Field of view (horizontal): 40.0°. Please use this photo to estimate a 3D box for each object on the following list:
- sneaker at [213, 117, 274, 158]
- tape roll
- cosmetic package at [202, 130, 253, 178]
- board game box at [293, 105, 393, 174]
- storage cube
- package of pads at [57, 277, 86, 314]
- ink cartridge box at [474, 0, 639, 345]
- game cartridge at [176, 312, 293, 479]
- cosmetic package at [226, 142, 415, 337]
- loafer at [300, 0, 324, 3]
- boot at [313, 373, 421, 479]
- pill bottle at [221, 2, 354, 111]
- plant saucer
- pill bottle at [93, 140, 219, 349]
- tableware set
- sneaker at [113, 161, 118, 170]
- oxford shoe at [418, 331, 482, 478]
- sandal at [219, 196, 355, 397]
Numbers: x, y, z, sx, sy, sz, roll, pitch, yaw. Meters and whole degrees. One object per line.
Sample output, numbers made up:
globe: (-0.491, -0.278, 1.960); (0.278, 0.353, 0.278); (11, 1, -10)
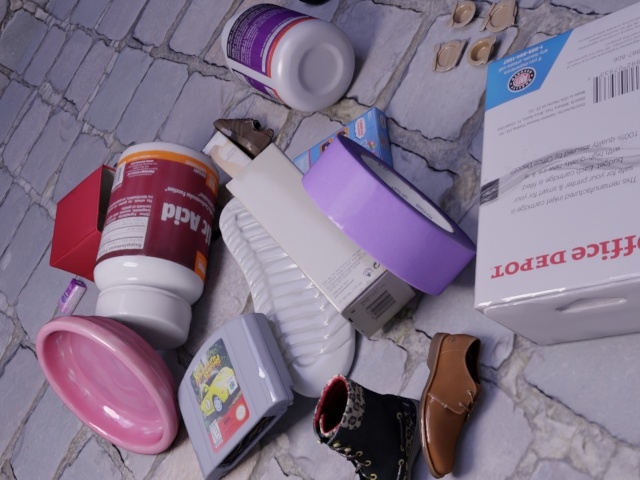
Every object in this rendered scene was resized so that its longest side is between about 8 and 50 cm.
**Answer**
sneaker: (-0.164, -0.236, 1.924); (0.071, 0.066, 0.188); (-45, 43, -8)
tape roll: (0.105, -0.040, 1.328); (0.090, 0.275, 0.275); (-50, 40, 12)
cosmetic package: (-0.190, -0.174, 1.874); (0.115, 0.041, 0.060); (40, 93, 21)
board game box: (0.039, -0.133, 1.646); (0.211, 0.039, 0.160); (-30, 48, 33)
storage cube: (-0.491, -0.026, 2.044); (0.193, 0.184, 0.215); (-32, 47, 33)
package of pads: (-0.625, 0.141, 2.207); (0.050, 0.032, 0.083); (36, 95, 48)
ink cartridge box: (0.369, -0.082, 1.152); (0.285, 0.166, 0.394); (-16, 55, 42)
game cartridge: (-0.157, 0.264, 1.520); (0.294, 0.060, 0.196); (-52, 47, 37)
cosmetic package: (0.000, 0.000, 1.422); (0.113, 0.160, 0.309); (-42, 63, 0)
loafer: (0.011, -0.567, 1.936); (0.170, 0.062, 0.061); (-1, 45, 44)
boot: (0.054, 0.316, 1.242); (0.085, 0.179, 0.236); (-1, 66, 47)
pill bottle: (-0.081, -0.388, 1.818); (0.181, 0.181, 0.323); (-58, 39, 3)
plant saucer: (-0.399, 0.267, 1.699); (0.332, 0.332, 0.084); (-13, 26, 43)
pill bottle: (-0.342, 0.012, 1.825); (0.224, 0.224, 0.392); (-21, 53, 39)
tableware set: (0.268, -0.363, 1.552); (0.169, 0.020, 0.141); (11, 75, 50)
sneaker: (-0.444, -0.164, 2.136); (0.234, 0.106, 0.078); (-29, 49, 33)
oxford shoe: (0.188, 0.229, 1.239); (0.076, 0.076, 0.212); (-6, 64, 34)
sandal: (-0.044, 0.082, 1.555); (0.169, 0.102, 0.416); (-29, 63, 9)
